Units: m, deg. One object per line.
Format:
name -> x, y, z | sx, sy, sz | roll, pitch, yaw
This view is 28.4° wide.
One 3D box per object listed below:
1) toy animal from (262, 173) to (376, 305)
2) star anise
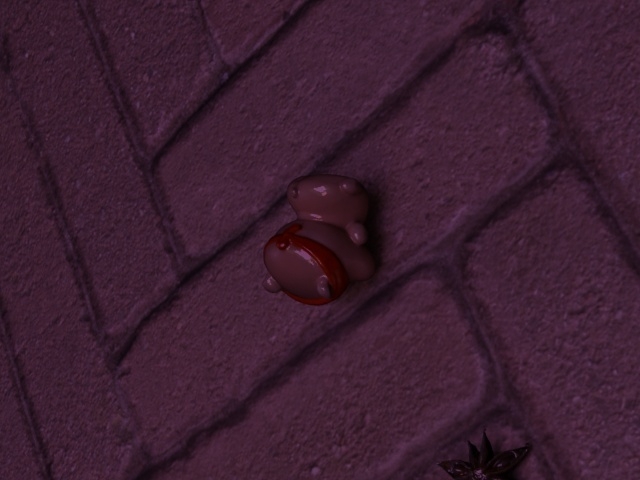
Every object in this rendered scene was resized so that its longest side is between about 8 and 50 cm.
toy animal -> 0.000, 0.000, 1.914 | 0.171, 0.171, 0.197 | 10, 83, 42
star anise -> 0.216, 0.319, 1.731 | 0.129, 0.056, 0.124 | 7, 86, 27
